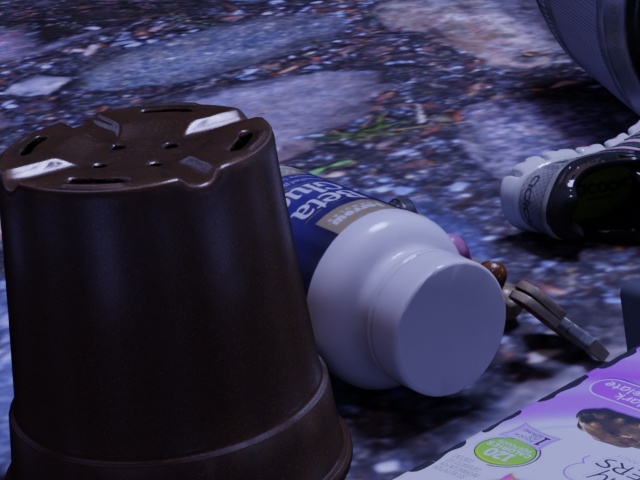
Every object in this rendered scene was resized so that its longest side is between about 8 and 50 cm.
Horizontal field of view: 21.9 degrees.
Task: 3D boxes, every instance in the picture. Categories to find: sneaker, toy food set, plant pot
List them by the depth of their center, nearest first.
[{"bbox_3d":[-0.074,0.032,0.762,0.167,0.165,0.167,-4,21,2],"label":"plant pot"},{"bbox_3d":[0.094,0.026,0.881,0.019,0.078,0.122,-51,34,-3],"label":"toy food set"},{"bbox_3d":[0.200,-0.036,1.016,0.170,0.063,0.075,-16,22,-13],"label":"sneaker"}]

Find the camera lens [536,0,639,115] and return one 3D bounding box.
[{"bbox_3d":[0.276,-0.193,1.181,0.219,0.219,0.274,-8,21,-6],"label":"camera lens"}]

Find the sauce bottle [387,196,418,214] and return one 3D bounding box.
[{"bbox_3d":[0.000,0.000,0.997,0.128,0.042,0.042,-17,24,-24],"label":"sauce bottle"}]

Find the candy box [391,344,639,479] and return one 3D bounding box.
[{"bbox_3d":[0.129,0.118,0.614,0.196,0.070,0.165,-22,26,-38],"label":"candy box"}]

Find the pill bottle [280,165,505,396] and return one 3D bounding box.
[{"bbox_3d":[0.016,0.022,0.860,0.094,0.094,0.169,-19,24,-31],"label":"pill bottle"}]

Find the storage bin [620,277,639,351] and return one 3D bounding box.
[{"bbox_3d":[0.211,0.036,0.793,0.135,0.098,0.091,-13,12,-18],"label":"storage bin"}]
